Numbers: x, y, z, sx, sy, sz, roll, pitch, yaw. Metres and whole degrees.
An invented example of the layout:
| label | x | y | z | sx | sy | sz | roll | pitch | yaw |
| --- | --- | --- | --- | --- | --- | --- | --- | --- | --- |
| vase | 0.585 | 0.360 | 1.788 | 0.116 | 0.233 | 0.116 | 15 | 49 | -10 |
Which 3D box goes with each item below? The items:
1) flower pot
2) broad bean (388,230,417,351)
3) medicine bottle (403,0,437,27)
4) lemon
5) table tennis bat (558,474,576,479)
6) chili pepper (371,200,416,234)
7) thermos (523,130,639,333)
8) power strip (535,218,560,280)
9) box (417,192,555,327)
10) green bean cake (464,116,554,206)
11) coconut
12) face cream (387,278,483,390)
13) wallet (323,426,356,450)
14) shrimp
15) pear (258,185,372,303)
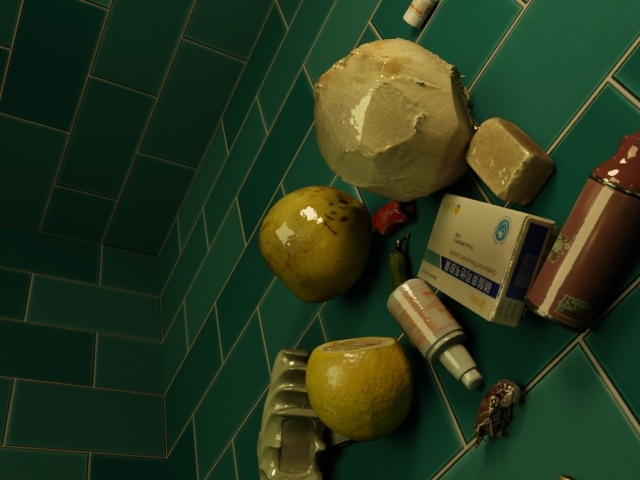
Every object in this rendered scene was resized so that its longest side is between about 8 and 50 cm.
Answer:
| label | x | y | z | sx | sy | sz | roll | pitch | yaw |
| --- | --- | --- | --- | --- | --- | --- | --- | --- | --- |
| flower pot | -0.076 | 0.483 | 1.687 | 0.254 | 0.164 | 0.367 | -168 | 85 | -78 |
| broad bean | 0.195 | 0.118 | 1.500 | 0.075 | 0.067 | 0.325 | 108 | 162 | -45 |
| medicine bottle | 0.271 | -0.628 | 1.735 | 0.089 | 0.057 | 0.057 | -56 | 33 | 35 |
| lemon | 0.090 | 0.332 | 1.419 | 0.240 | 0.240 | 0.219 | -7 | 91 | 62 |
| table tennis bat | 0.374 | 0.494 | 1.023 | 0.131 | 0.022 | 0.234 | 3 | 81 | 63 |
| chili pepper | 0.180 | -0.061 | 1.619 | 0.123 | 0.070 | 0.073 | -36 | 63 | 49 |
| thermos | 0.458 | -0.021 | 1.039 | 0.109 | 0.136 | 0.330 | 31 | 108 | 29 |
| power strip | 0.391 | 0.053 | 1.176 | 0.030 | 0.047 | 0.191 | 31 | 104 | 65 |
| box | 0.310 | 0.024 | 1.263 | 0.343 | 0.065 | 0.200 | -143 | 70 | -73 |
| green bean cake | 0.372 | -0.160 | 1.277 | 0.109 | 0.085 | 0.179 | -61 | 31 | 28 |
| coconut | 0.153 | -0.266 | 1.425 | 0.346 | 0.360 | 0.346 | -164 | 90 | -74 |
| face cream | 0.243 | 0.197 | 1.311 | 0.251 | 0.101 | 0.101 | 54 | 127 | 34 |
| wallet | 0.064 | 0.432 | 1.629 | 0.222 | 0.036 | 0.167 | -39 | 44 | 51 |
| shrimp | 0.316 | 0.327 | 1.177 | 0.065 | 0.056 | 0.165 | 34 | 111 | 55 |
| pear | 0.000 | 0.000 | 1.712 | 0.304 | 0.304 | 0.304 | -37 | 45 | 51 |
